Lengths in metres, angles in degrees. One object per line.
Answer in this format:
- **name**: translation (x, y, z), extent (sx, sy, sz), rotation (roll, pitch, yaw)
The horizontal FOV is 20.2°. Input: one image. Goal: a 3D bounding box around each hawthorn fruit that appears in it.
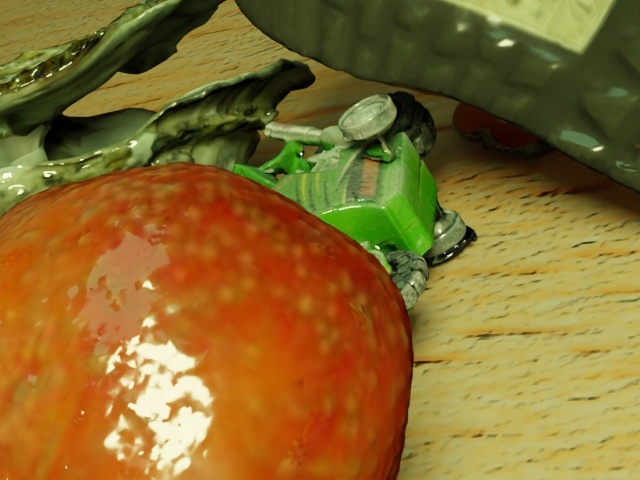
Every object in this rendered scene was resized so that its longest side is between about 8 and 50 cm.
- **hawthorn fruit**: translation (-0.087, 0.101, 0.523), extent (0.165, 0.165, 0.285), rotation (5, 47, 47)

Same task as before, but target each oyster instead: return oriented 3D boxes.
- **oyster**: translation (-0.169, -0.010, 0.834), extent (0.351, 0.162, 0.158), rotation (-36, 69, -8)

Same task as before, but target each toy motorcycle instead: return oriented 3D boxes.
- **toy motorcycle**: translation (0.000, 0.000, 0.730), extent (0.106, 0.074, 0.190), rotation (-26, 23, 17)

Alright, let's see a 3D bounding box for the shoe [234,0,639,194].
- **shoe**: translation (0.136, -0.102, 0.728), extent (0.336, 0.132, 0.171), rotation (18, 19, 27)

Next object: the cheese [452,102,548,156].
- **cheese**: translation (0.166, -0.120, 0.847), extent (0.256, 0.037, 0.106), rotation (-38, 28, -15)
